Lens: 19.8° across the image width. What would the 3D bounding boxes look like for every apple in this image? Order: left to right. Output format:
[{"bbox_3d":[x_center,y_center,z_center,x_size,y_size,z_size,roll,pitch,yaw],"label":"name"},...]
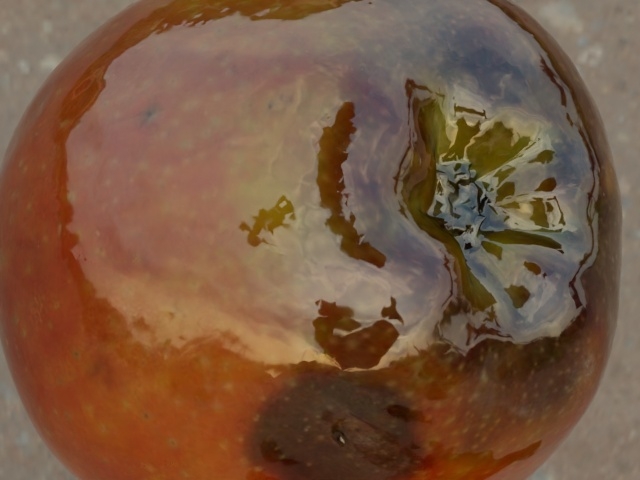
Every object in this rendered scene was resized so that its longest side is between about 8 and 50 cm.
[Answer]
[{"bbox_3d":[0.000,0.000,0.668,0.230,0.230,0.230,3,51,-4],"label":"apple"}]
